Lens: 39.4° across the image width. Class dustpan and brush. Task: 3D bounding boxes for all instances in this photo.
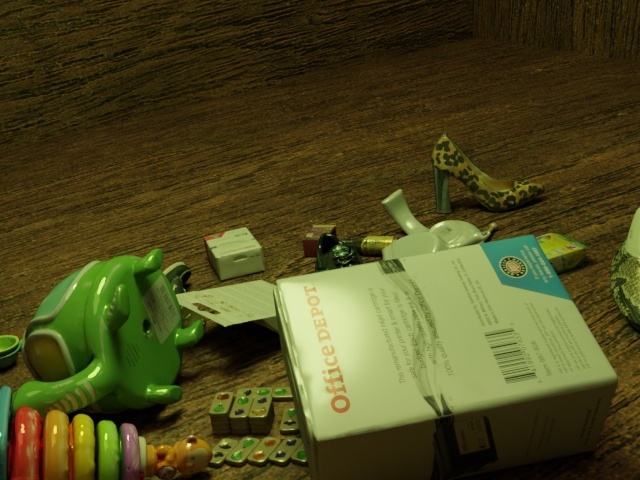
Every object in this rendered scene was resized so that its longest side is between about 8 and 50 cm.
[{"bbox_3d":[0.227,0.023,1.732,0.211,0.060,0.147,-33,33,22],"label":"dustpan and brush"}]

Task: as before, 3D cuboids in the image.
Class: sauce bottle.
[{"bbox_3d":[0.104,0.010,1.887,0.128,0.042,0.042,-1,23,20],"label":"sauce bottle"}]

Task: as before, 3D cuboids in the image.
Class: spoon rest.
[{"bbox_3d":[0.232,-0.015,1.865,0.137,0.084,0.276,-35,39,-9],"label":"spoon rest"}]

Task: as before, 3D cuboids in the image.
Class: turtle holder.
[{"bbox_3d":[-0.345,0.178,1.404,0.227,0.243,0.320,-12,51,20],"label":"turtle holder"}]

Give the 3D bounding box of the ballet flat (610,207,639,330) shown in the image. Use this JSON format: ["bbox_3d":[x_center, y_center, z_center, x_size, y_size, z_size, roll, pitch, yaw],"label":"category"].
[{"bbox_3d":[0.629,-0.016,1.627,0.164,0.182,0.483,7,26,27],"label":"ballet flat"}]

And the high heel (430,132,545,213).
[{"bbox_3d":[0.384,-0.164,2.038,0.261,0.186,0.093,-7,23,-1],"label":"high heel"}]

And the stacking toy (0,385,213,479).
[{"bbox_3d":[-0.293,0.300,1.198,0.302,0.175,0.166,2,20,-17],"label":"stacking toy"}]

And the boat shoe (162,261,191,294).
[{"bbox_3d":[-0.300,0.109,1.739,0.079,0.084,0.233,35,21,0],"label":"boat shoe"}]

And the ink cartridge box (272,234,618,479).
[{"bbox_3d":[0.153,0.169,1.232,0.395,0.166,0.285,-9,43,-8],"label":"ink cartridge box"}]

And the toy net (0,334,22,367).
[{"bbox_3d":[-0.641,0.192,1.639,0.232,0.045,0.122,0,24,15],"label":"toy net"}]

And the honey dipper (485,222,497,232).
[{"bbox_3d":[0.342,-0.006,1.881,0.030,0.030,0.160,5,23,25],"label":"honey dipper"}]

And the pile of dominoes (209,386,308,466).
[{"bbox_3d":[-0.039,0.259,1.328,0.251,0.040,0.196,-3,23,8],"label":"pile of dominoes"}]

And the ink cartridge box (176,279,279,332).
[{"bbox_3d":[-0.135,0.129,1.591,0.224,0.056,0.181,-11,20,-43],"label":"ink cartridge box"}]

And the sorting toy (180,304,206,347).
[{"bbox_3d":[-0.243,0.141,1.618,0.045,0.075,0.083,-2,23,11],"label":"sorting toy"}]

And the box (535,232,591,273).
[{"bbox_3d":[0.429,0.032,1.748,0.179,0.043,0.105,-17,24,-19],"label":"box"}]

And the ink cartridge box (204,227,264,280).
[{"bbox_3d":[-0.184,0.027,1.899,0.099,0.056,0.135,-13,23,-14],"label":"ink cartridge box"}]

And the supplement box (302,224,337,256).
[{"bbox_3d":[0.000,0.000,1.934,0.055,0.043,0.083,2,23,18],"label":"supplement box"}]

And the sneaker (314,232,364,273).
[{"bbox_3d":[0.042,0.073,1.670,0.101,0.106,0.267,-12,24,-16],"label":"sneaker"}]
